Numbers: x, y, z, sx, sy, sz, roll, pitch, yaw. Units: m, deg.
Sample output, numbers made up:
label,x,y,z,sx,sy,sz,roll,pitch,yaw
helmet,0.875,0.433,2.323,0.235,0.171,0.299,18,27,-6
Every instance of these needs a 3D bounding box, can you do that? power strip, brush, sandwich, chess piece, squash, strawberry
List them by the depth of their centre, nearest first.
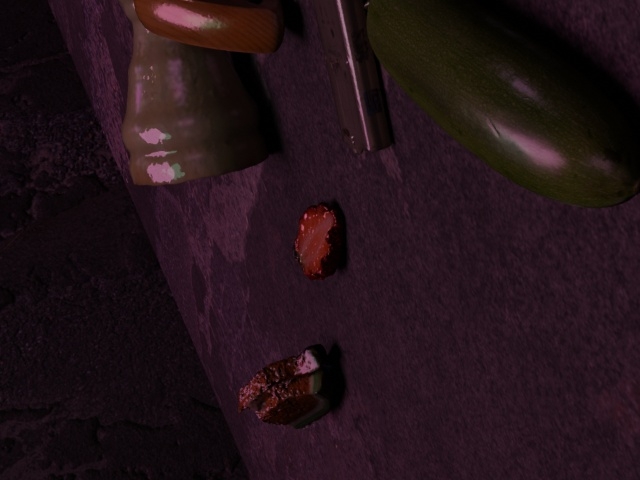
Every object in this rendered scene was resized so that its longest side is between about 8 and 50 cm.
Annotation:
label,x,y,z,sx,sy,sz,roll,pitch,yaw
squash,0.131,-0.143,0.922,0.395,0.107,0.107,-127,25,-48
power strip,0.030,-0.231,1.257,0.092,0.034,0.267,-147,41,-64
brush,-0.142,-0.363,1.462,0.267,0.174,0.166,30,131,35
strawberry,0.003,0.000,1.572,0.152,0.048,0.103,-52,50,51
chess piece,-0.235,-0.318,1.695,0.234,0.234,0.442,-163,59,-69
sandwich,-0.041,0.254,1.807,0.235,0.159,0.079,-50,53,47
